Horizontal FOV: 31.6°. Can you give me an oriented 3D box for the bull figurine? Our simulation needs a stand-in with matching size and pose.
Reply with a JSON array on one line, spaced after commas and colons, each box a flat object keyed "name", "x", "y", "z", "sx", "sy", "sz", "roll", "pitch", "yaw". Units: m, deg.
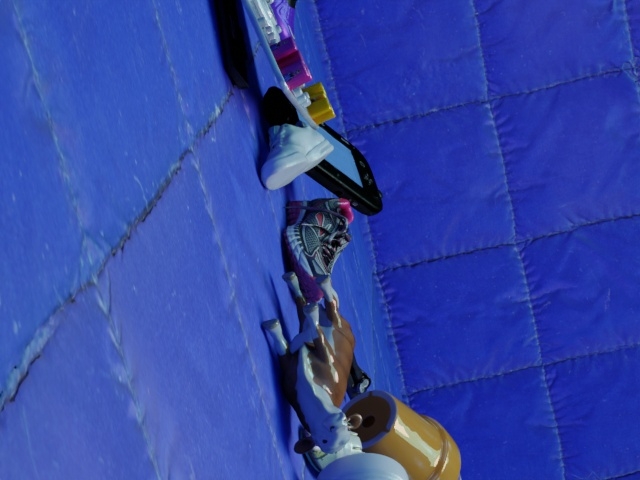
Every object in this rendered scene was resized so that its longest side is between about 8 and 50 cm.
[{"name": "bull figurine", "x": -0.007, "y": 0.166, "z": 1.602, "sx": 0.310, "sy": 0.101, "sz": 0.188, "roll": -84, "pitch": 158, "yaw": -71}]

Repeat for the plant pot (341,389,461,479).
[{"name": "plant pot", "x": 0.124, "y": 0.378, "z": 2.058, "sx": 0.188, "sy": 0.205, "sz": 0.205, "roll": 53, "pitch": 20, "yaw": -36}]

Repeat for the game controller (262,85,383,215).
[{"name": "game controller", "x": 0.007, "y": -0.164, "z": 2.095, "sx": 0.319, "sy": 0.067, "sz": 0.166, "roll": 34, "pitch": 39, "yaw": -45}]

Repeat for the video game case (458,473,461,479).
[{"name": "video game case", "x": 0.210, "y": 0.593, "z": 2.292, "sx": 0.026, "sy": 0.196, "sz": 0.274, "roll": -64, "pitch": 141, "yaw": -77}]

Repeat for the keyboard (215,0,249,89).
[{"name": "keyboard", "x": -0.140, "y": -0.323, "z": 1.757, "sx": 0.108, "sy": 0.023, "sz": 0.180, "roll": 47, "pitch": 31, "yaw": -66}]

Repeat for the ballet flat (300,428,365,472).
[{"name": "ballet flat", "x": 0.029, "y": 0.328, "z": 1.710, "sx": 0.221, "sy": 0.079, "sz": 0.076, "roll": 69, "pitch": 12, "yaw": -55}]

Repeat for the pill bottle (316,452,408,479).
[{"name": "pill bottle", "x": 0.065, "y": 0.423, "z": 1.462, "sx": 0.278, "sy": 0.162, "sz": 0.162, "roll": -94, "pitch": 170, "yaw": -52}]

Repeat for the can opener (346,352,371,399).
[{"name": "can opener", "x": 0.051, "y": 0.248, "z": 2.271, "sx": 0.059, "sy": 0.073, "sz": 0.186, "roll": -47, "pitch": 132, "yaw": -34}]

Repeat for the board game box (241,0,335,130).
[{"name": "board game box", "x": -0.090, "y": -0.394, "z": 1.861, "sx": 0.390, "sy": 0.050, "sz": 0.389, "roll": 27, "pitch": 39, "yaw": -82}]

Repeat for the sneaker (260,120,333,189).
[{"name": "sneaker", "x": -0.060, "y": -0.150, "z": 1.876, "sx": 0.094, "sy": 0.080, "sz": 0.212, "roll": 51, "pitch": 27, "yaw": 2}]

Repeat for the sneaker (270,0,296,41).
[{"name": "sneaker", "x": -0.068, "y": -0.539, "z": 2.277, "sx": 0.102, "sy": 0.146, "sz": 0.293, "roll": -63, "pitch": 140, "yaw": -81}]

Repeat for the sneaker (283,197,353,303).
[{"name": "sneaker", "x": 0.000, "y": 0.000, "z": 1.968, "sx": 0.299, "sy": 0.112, "sz": 0.120, "roll": -90, "pitch": 167, "yaw": -60}]
